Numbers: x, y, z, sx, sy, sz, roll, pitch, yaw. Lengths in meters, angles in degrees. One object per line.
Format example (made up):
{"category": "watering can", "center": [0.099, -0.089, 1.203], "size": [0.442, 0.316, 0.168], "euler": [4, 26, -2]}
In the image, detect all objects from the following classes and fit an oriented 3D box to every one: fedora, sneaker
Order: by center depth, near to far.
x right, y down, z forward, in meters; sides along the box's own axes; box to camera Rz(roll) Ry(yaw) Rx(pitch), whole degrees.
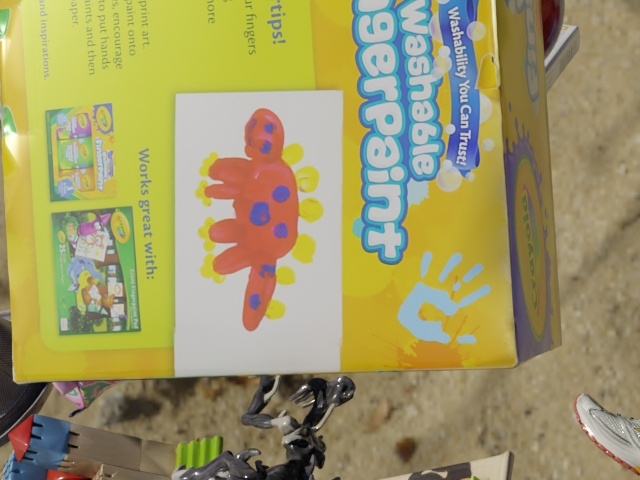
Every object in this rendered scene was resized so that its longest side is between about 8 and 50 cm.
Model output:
{"category": "sneaker", "center": [0.423, 0.257, 1.772], "size": [0.225, 0.088, 0.093], "euler": [31, 89, 19]}
{"category": "fedora", "center": [-0.489, 0.172, 1.893], "size": [0.275, 0.124, 0.244], "euler": [8, 60, 40]}

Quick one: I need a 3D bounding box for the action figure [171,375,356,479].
{"category": "action figure", "center": [-0.044, 0.230, 1.355], "size": [0.164, 0.141, 0.276], "euler": [34, 37, -16]}

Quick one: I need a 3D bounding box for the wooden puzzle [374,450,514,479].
{"category": "wooden puzzle", "center": [0.087, 0.326, 1.410], "size": [0.238, 0.044, 0.221], "euler": [-24, 40, 41]}

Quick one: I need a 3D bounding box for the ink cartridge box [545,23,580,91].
{"category": "ink cartridge box", "center": [0.194, -0.222, 1.763], "size": [0.208, 0.045, 0.206], "euler": [14, 42, 26]}

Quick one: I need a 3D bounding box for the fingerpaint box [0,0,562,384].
{"category": "fingerpaint box", "center": [-0.033, -0.130, 1.001], "size": [0.371, 0.445, 0.163], "euler": [-4, -1, 20]}

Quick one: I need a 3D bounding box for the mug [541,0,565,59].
{"category": "mug", "center": [0.094, -0.201, 1.123], "size": [0.169, 0.150, 0.113], "euler": [23, 77, 47]}

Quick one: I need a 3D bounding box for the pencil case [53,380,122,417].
{"category": "pencil case", "center": [-0.202, 0.081, 1.638], "size": [0.284, 0.124, 0.124], "euler": [-34, 41, -18]}

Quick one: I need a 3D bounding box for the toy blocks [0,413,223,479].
{"category": "toy blocks", "center": [-0.321, 0.361, 1.867], "size": [0.261, 0.381, 0.191], "euler": [15, 50, -19]}
